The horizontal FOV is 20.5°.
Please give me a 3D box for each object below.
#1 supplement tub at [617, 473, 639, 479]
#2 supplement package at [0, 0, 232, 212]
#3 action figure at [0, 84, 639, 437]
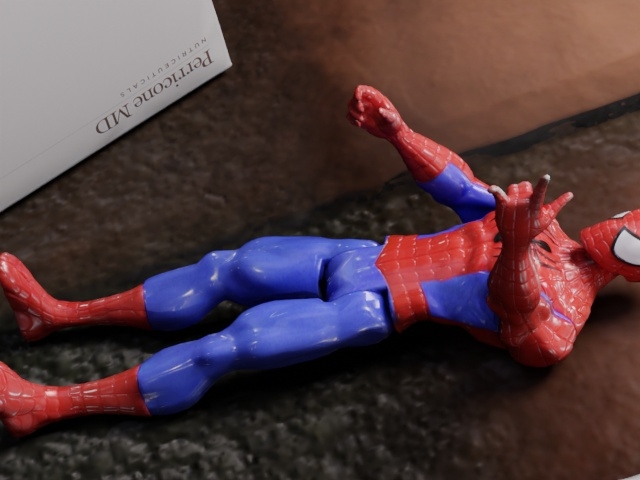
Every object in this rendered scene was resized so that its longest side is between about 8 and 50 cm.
[{"bbox_3d":[0.051,0.171,0.516,0.199,0.144,0.144,-26,48,-9],"label":"supplement tub"},{"bbox_3d":[-0.214,-0.112,0.839,0.262,0.145,0.204,-35,49,-15],"label":"supplement package"},{"bbox_3d":[0.000,0.000,0.694,0.280,0.139,0.091,-7,49,5],"label":"action figure"}]
